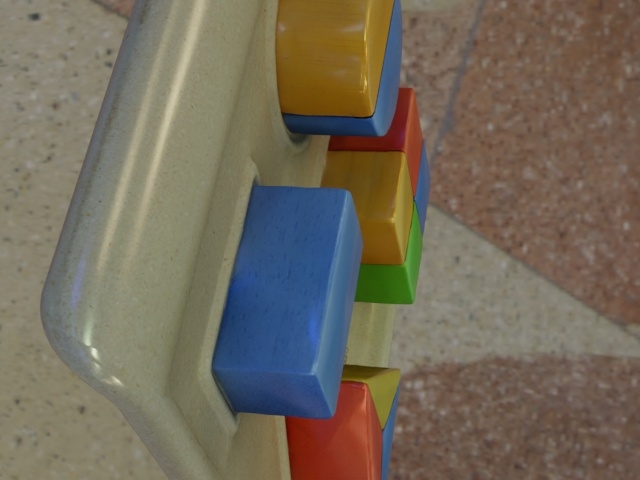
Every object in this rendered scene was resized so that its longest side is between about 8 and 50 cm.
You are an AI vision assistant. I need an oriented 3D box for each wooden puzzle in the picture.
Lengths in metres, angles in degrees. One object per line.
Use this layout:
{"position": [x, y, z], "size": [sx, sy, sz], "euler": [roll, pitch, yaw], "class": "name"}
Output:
{"position": [0.000, 0.000, 0.639], "size": [0.348, 0.080, 0.322], "euler": [65, 30, -53], "class": "wooden puzzle"}
